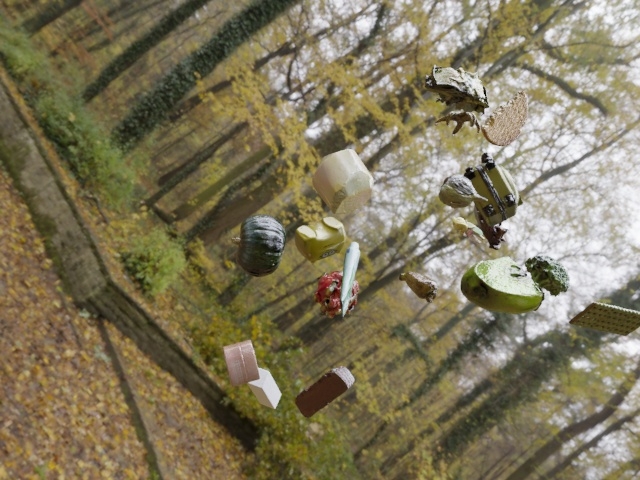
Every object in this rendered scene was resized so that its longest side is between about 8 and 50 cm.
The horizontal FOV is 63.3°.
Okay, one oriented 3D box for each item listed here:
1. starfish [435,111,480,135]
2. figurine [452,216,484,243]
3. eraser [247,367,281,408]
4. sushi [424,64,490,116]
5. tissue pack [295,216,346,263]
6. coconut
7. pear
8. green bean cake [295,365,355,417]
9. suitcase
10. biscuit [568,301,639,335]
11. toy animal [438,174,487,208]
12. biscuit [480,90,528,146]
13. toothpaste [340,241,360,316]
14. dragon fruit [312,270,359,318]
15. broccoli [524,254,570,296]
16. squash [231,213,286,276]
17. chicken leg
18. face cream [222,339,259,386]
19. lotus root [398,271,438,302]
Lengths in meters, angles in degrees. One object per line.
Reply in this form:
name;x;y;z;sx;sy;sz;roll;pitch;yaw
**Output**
starfish;0.608;-0.520;2.300;0.190;0.074;0.146;7;-9;24
figurine;0.734;-0.054;2.589;0.187;0.083;0.083;41;-10;5
eraser;-0.243;0.642;2.253;0.078;0.076;0.298;16;-31;17
sushi;0.535;-0.589;2.012;0.291;0.139;0.131;14;-29;-17
tissue pack;0.000;0.000;1.913;0.123;0.178;0.127;43;-35;46
coconut;0.084;-0.254;2.160;0.244;0.239;0.239;59;-6;20
pear;0.676;0.196;1.987;0.238;0.256;0.163;-119;-149;-47
green bean cake;0.012;0.569;1.960;0.097;0.233;0.198;54;11;13
suitcase;0.601;-0.167;1.801;0.193;0.143;0.235;66;14;19
biscuit;0.964;0.261;1.722;0.139;0.232;0.016;116;-16;-46
toy animal;0.404;-0.142;1.469;0.138;0.098;0.098;-1;-42;31
biscuit;0.660;-0.416;1.837;0.144;0.224;0.033;52;-13;-29
toothpaste;0.089;0.113;1.650;0.296;0.048;0.074;-75;166;-47
dragon fruit;0.047;0.186;1.775;0.160;0.166;0.172;46;24;16
broccoli;1.091;0.166;2.510;0.227;0.176;0.198;12;-28;30
squash;-0.208;0.017;1.770;0.173;0.218;0.218;13;17;-34
chicken leg;0.661;-0.152;2.056;0.158;0.096;0.406;91;0;-71
face cream;-0.287;0.444;1.880;0.149;0.104;0.148;167;-90;-78
lotus root;0.412;0.179;2.186;0.191;0.094;0.108;39;4;40
